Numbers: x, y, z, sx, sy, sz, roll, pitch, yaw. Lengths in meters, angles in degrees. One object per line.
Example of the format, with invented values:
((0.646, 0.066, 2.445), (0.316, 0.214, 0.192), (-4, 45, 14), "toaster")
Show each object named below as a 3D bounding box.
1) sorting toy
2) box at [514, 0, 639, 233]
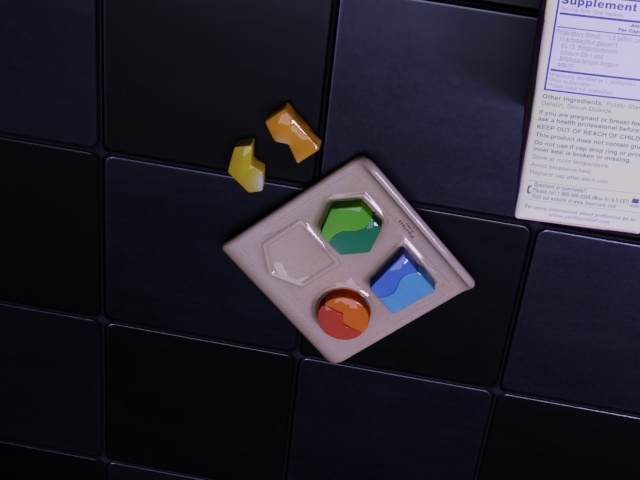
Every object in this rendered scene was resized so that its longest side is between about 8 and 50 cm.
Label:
((0.000, 0.000, 1.435), (0.229, 0.041, 0.307), (-31, 114, 28), "sorting toy")
((0.255, -0.168, 1.159), (0.117, 0.213, 0.243), (8, 126, 7), "box")
